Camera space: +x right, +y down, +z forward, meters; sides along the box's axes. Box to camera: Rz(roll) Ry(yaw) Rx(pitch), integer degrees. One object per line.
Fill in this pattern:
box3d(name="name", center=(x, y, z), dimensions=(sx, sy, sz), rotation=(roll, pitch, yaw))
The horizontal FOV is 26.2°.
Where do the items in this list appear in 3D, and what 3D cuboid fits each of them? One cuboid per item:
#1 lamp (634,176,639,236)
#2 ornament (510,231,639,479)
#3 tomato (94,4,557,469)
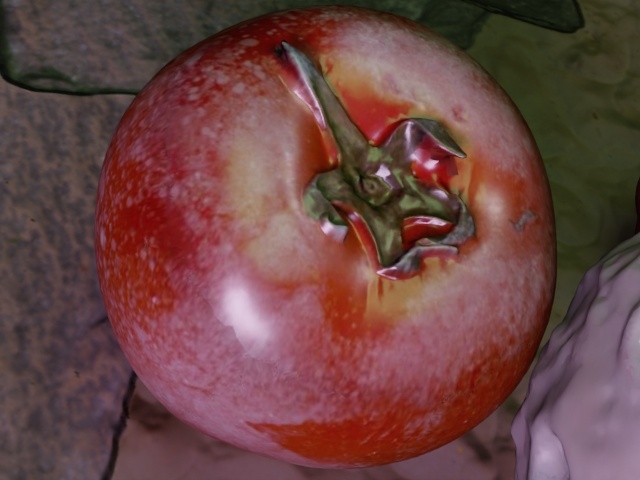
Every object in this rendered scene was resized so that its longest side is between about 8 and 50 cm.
box3d(name="lamp", center=(0.312, -0.015, 0.991), dimensions=(0.182, 0.140, 0.182), rotation=(0, 95, -5))
box3d(name="ornament", center=(0.267, 0.118, 0.729), dimensions=(0.337, 0.337, 0.337), rotation=(11, 50, -13))
box3d(name="tomato", center=(0.000, 0.000, 0.800), dimensions=(0.270, 0.227, 0.270), rotation=(6, 69, -17))
